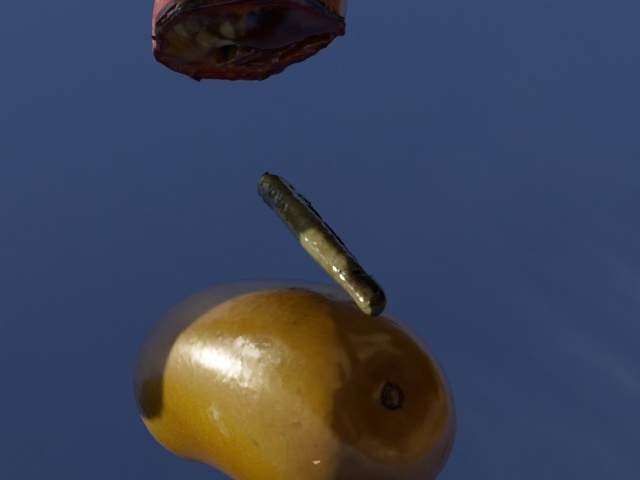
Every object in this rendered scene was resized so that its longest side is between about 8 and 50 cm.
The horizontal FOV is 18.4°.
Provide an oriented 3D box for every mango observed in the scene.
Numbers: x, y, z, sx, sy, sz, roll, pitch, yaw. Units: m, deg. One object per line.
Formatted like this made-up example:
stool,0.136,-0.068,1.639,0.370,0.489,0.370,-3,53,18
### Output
mango,-0.016,0.062,0.818,0.085,0.102,0.184,-39,-156,-26

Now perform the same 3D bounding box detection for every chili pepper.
chili pepper,-0.027,-0.144,0.925,0.086,0.084,0.192,25,-141,-16

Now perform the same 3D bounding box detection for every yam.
yam,0.000,0.000,0.757,0.014,0.014,0.107,-7,-150,-23
